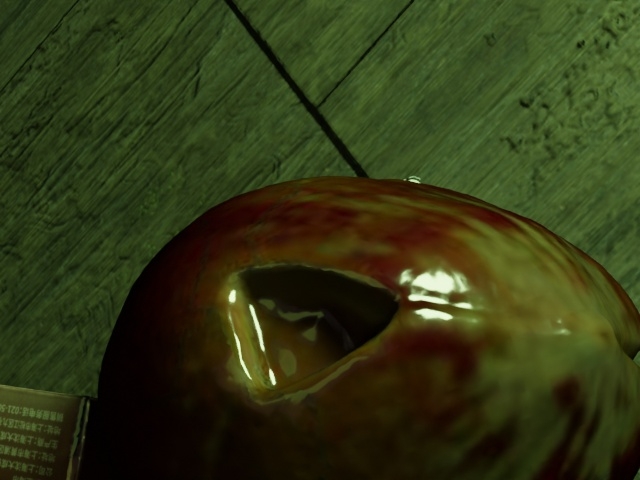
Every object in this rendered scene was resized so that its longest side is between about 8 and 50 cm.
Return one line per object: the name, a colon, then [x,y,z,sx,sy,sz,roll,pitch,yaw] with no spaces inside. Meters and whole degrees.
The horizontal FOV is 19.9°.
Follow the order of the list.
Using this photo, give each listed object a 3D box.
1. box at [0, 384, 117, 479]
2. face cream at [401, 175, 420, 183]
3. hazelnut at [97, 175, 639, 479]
box: [-0.251,0.204,1.653,0.385,0.344,0.122,4,79,35]
face cream: [0.000,0.000,1.714,0.244,0.058,0.092,-20,72,36]
hazelnut: [0.045,0.139,1.413,0.402,0.429,0.402,-14,68,38]
